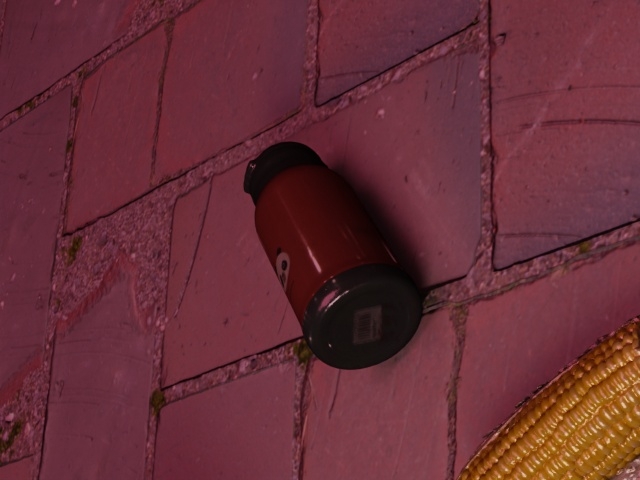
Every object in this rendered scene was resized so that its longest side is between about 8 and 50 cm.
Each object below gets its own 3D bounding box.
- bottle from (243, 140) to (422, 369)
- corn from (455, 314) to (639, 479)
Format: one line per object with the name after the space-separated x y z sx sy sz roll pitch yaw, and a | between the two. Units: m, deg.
0.000 0.000 1.868 0.144 0.144 0.336 -54 38 22 | bottle
0.248 0.194 1.485 0.305 0.122 0.123 -46 14 27 | corn
